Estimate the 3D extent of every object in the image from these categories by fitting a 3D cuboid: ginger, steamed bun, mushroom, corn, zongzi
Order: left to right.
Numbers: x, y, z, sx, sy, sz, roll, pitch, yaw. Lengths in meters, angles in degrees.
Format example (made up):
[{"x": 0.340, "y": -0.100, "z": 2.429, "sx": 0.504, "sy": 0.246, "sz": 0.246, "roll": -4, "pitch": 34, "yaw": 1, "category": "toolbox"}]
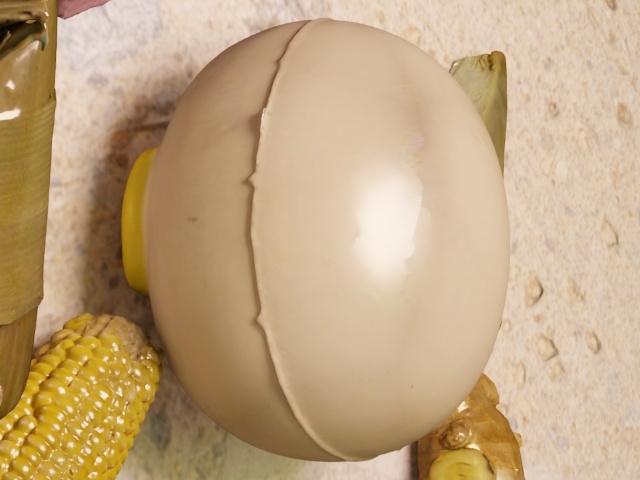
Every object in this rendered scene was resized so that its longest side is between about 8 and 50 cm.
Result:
[{"x": -0.365, "y": 0.009, "z": 1.345, "sx": 0.418, "sy": 0.181, "sz": 0.447, "roll": 2, "pitch": 103, "yaw": -10, "category": "zongzi"}, {"x": -0.234, "y": 0.189, "z": 1.491, "sx": 0.130, "sy": 0.130, "sz": 0.347, "roll": 55, "pitch": 46, "yaw": -26, "category": "corn"}, {"x": 0.006, "y": 0.000, "z": 1.651, "sx": 0.334, "sy": 0.334, "sz": 0.374, "roll": 26, "pitch": 62, "yaw": -42, "category": "steamed bun"}, {"x": 0.138, "y": -0.046, "z": 1.975, "sx": 0.107, "sy": 0.087, "sz": 0.333, "roll": 29, "pitch": 59, "yaw": -46, "category": "mushroom"}, {"x": 0.151, "y": 0.235, "z": 1.927, "sx": 0.157, "sy": 0.102, "sz": 0.216, "roll": 13, "pitch": 66, "yaw": -74, "category": "ginger"}]

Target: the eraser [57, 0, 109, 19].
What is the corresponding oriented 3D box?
[{"x": -0.150, "y": -0.260, "z": 1.554, "sx": 0.359, "sy": 0.272, "sz": 0.122, "roll": -29, "pitch": 103, "yaw": -48, "category": "eraser"}]
